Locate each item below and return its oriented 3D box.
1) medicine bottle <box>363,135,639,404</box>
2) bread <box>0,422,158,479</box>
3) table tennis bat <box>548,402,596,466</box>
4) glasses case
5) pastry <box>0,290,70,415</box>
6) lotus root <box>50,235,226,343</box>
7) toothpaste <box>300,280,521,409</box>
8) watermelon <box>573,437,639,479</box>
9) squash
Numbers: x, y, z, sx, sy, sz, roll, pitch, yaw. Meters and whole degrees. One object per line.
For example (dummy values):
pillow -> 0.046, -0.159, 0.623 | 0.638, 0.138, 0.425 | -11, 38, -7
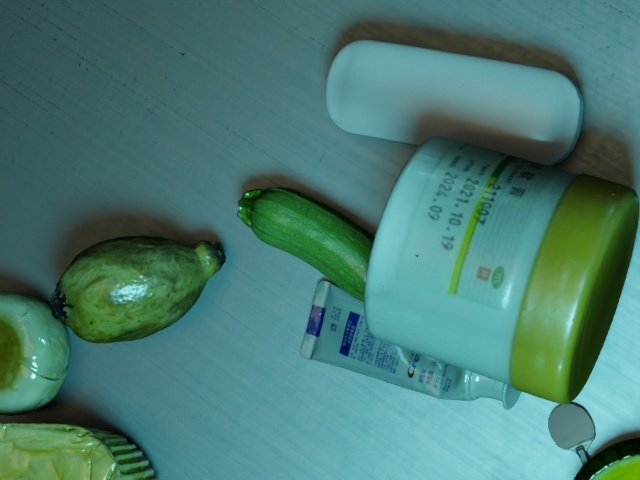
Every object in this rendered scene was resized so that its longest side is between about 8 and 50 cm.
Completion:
medicine bottle -> 0.193, 0.027, 1.546 | 0.232, 0.238, 0.238 | 18, 94, 18
bread -> -0.325, 0.309, 1.763 | 0.250, 0.133, 0.179 | -2, 84, 15
table tennis bat -> 0.286, 0.222, 1.631 | 0.050, 0.007, 0.083 | -24, 79, 15
glasses case -> 0.148, -0.156, 1.652 | 0.297, 0.075, 0.113 | 13, 93, 19
pastry -> -0.386, 0.140, 1.812 | 0.156, 0.092, 0.156 | -2, 84, 19
lotus root -> -0.216, 0.052, 1.737 | 0.214, 0.138, 0.138 | -19, 82, 6
toothpaste -> 0.103, 0.127, 1.676 | 0.266, 0.061, 0.096 | 17, 95, 25
watermelon -> 0.327, 0.262, 1.569 | 0.181, 0.075, 0.092 | -27, 69, 9
squash -> 0.000, 0.000, 1.699 | 0.219, 0.068, 0.077 | 29, 99, 18
